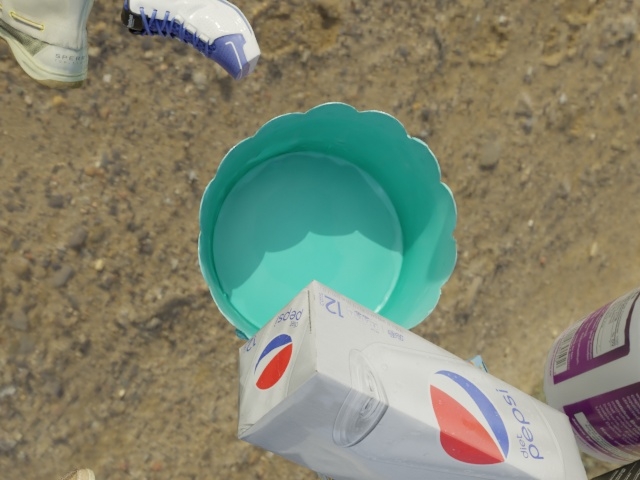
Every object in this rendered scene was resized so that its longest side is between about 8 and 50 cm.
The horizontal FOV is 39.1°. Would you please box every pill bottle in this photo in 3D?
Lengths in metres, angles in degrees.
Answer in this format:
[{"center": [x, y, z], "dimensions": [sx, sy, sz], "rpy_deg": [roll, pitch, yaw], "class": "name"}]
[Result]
[{"center": [0.351, 0.117, 0.870], "dimensions": [0.169, 0.169, 0.301], "rpy_deg": [-53, 178, -22], "class": "pill bottle"}]

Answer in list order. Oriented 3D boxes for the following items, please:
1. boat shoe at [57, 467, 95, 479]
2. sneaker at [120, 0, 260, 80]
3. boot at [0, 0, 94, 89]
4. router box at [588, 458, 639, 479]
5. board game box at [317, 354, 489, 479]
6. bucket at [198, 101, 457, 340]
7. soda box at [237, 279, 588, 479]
[{"center": [-0.587, 0.574, 1.779], "dimensions": [0.341, 0.122, 0.110], "rpy_deg": [-47, 116, -5], "class": "boat shoe"}, {"center": [-0.264, -0.411, 1.679], "dimensions": [0.182, 0.315, 0.127], "rpy_deg": [-33, 173, -18], "class": "sneaker"}, {"center": [-0.278, -0.269, 0.876], "dimensions": [0.077, 0.213, 0.165], "rpy_deg": [-14, 140, -44], "class": "boot"}, {"center": [0.360, 0.306, 0.719], "dimensions": [0.081, 0.308, 0.243], "rpy_deg": [-35, 174, -47], "class": "router box"}, {"center": [0.110, 0.266, 1.195], "dimensions": [0.142, 0.275, 0.144], "rpy_deg": [-20, 83, -32], "class": "board game box"}, {"center": [0.000, 0.000, 0.998], "dimensions": [0.281, 0.281, 0.183], "rpy_deg": [-65, -176, -7], "class": "bucket"}, {"center": [0.078, 0.145, 0.702], "dimensions": [0.286, 0.091, 0.098], "rpy_deg": [30, 123, -26], "class": "soda box"}]
